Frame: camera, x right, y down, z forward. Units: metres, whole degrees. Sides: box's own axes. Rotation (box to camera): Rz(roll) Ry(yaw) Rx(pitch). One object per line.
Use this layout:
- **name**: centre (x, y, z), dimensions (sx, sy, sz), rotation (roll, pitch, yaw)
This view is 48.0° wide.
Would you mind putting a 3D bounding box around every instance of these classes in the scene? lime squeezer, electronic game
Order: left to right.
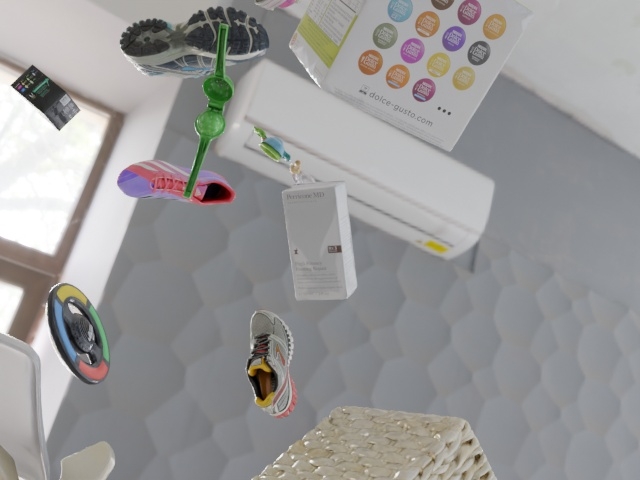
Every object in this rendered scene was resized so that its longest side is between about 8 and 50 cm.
- **electronic game**: centre (-0.513, 0.198, 1.535), dimensions (0.048, 0.229, 0.229), rotation (-22, -28, 3)
- **lime squeezer**: centre (-0.189, -0.229, 1.279), dimensions (0.059, 0.310, 0.110), rotation (11, 20, -17)

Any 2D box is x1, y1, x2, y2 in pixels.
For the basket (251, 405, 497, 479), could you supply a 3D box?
- **basket**: centre (0.077, 0.449, 1.082), dimensions (0.331, 0.328, 0.266), rotation (-10, -71, 54)

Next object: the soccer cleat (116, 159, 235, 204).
- **soccer cleat**: centre (-0.291, -0.113, 1.477), dimensions (0.248, 0.083, 0.095), rotation (3, 18, -43)

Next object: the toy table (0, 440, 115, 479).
- **toy table**: centre (-0.386, 0.392, 0.964), dimensions (0.252, 0.161, 0.274), rotation (-15, -46, -20)

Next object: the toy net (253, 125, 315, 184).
- **toy net**: centre (-0.097, -0.204, 1.875), dimensions (0.122, 0.045, 0.232), rotation (29, -12, 41)

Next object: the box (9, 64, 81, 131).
- **box**: centre (-0.439, -0.228, 1.150), dimensions (0.083, 0.052, 0.062), rotation (38, -12, 15)

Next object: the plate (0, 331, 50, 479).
- **plate**: centre (-0.469, 0.181, 0.942), dimensions (0.277, 0.045, 0.278), rotation (21, -51, 10)

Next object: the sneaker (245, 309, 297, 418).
- **sneaker**: centre (-0.104, 0.241, 1.456), dimensions (0.088, 0.225, 0.093), rotation (-25, -31, 19)

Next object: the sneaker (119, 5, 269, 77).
- **sneaker**: centre (-0.237, -0.376, 1.408), dimensions (0.283, 0.110, 0.122), rotation (-1, -19, 5)

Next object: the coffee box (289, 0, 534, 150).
- **coffee box**: centre (0.178, -0.457, 1.566), dimensions (0.338, 0.334, 0.338), rotation (21, 21, -24)

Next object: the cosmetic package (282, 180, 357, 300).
- **cosmetic package**: centre (0.000, 0.000, 1.461), dimensions (0.117, 0.231, 0.085), rotation (-4, 13, 19)

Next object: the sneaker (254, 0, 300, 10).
- **sneaker**: centre (-0.075, -0.388, 1.022), dimensions (0.103, 0.252, 0.111), rotation (-27, -85, 36)
